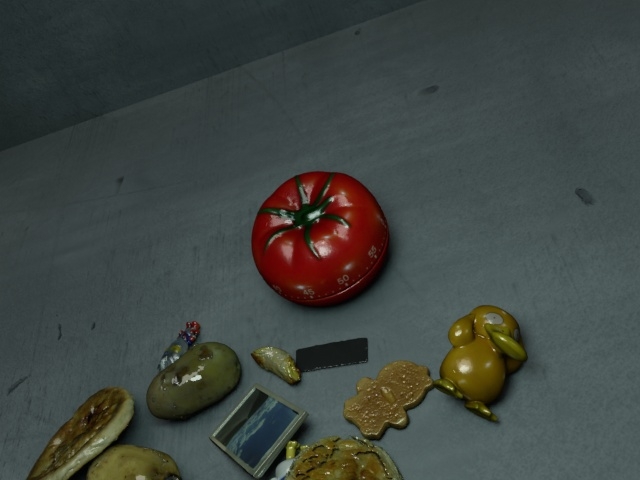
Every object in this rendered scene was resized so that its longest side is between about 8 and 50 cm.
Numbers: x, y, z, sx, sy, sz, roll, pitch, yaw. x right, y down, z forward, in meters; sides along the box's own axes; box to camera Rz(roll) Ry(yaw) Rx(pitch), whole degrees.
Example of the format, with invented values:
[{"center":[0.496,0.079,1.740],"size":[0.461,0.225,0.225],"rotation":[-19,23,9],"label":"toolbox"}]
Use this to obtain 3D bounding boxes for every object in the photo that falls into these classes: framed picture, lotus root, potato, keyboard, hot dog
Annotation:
[{"center":[-0.155,0.455,1.613],"size":[0.189,0.023,0.260],"rotation":[-48,27,-19],"label":"framed picture"},{"center":[-0.444,0.581,1.605],"size":[0.284,0.146,0.160],"rotation":[-5,65,32],"label":"lotus root"},{"center":[-0.330,0.371,1.733],"size":[0.262,0.165,0.165],"rotation":[-36,45,-15],"label":"potato"},{"center":[0.028,0.299,1.726],"size":[0.196,0.015,0.074],"rotation":[-13,51,15],"label":"keyboard"},{"center":[-0.107,0.318,1.733],"size":[0.169,0.078,0.061],"rotation":[26,49,33],"label":"hot dog"}]

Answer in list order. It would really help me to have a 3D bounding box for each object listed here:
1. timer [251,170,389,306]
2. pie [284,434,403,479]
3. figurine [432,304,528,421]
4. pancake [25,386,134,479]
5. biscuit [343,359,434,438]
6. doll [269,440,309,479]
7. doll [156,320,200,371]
[{"center":[0.000,0.000,1.820],"size":[0.377,0.279,0.378],"rotation":[-12,49,15],"label":"timer"},{"center":[0.058,0.525,1.405],"size":[0.274,0.055,0.274],"rotation":[6,34,-4],"label":"pie"},{"center":[0.361,0.262,1.494],"size":[0.228,0.215,0.215],"rotation":[-52,45,8],"label":"figurine"},{"center":[-0.631,0.521,1.727],"size":[0.356,0.065,0.356],"rotation":[-37,17,14],"label":"pancake"},{"center":[0.164,0.371,1.583],"size":[0.225,0.036,0.166],"rotation":[-41,47,-17],"label":"biscuit"},{"center":[-0.053,0.581,1.440],"size":[0.119,0.138,0.293],"rotation":[-53,24,42],"label":"doll"},{"center":[-0.403,0.312,1.883],"size":[0.104,0.062,0.195],"rotation":[3,46,26],"label":"doll"}]
